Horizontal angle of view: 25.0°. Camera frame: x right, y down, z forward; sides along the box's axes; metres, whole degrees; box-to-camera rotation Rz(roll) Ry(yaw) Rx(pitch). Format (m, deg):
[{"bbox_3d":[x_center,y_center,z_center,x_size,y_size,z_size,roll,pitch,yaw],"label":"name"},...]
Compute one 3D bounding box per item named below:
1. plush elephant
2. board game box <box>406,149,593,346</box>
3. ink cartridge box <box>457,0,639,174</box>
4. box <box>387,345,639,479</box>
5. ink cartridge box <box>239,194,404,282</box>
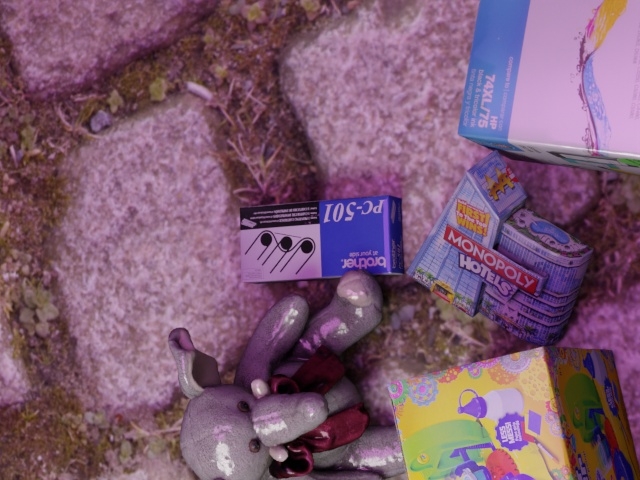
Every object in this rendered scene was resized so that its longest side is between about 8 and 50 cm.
[{"bbox_3d":[-0.051,0.205,1.654,0.330,0.255,0.272,-21,85,19],"label":"plush elephant"},{"bbox_3d":[0.202,0.006,1.628,0.194,0.060,0.194,34,139,24],"label":"board game box"},{"bbox_3d":[0.320,-0.179,1.570,0.270,0.198,0.197,9,89,27],"label":"ink cartridge box"},{"bbox_3d":[0.226,0.273,1.529,0.177,0.279,0.290,-16,79,24],"label":"box"},{"bbox_3d":[0.000,0.000,1.791,0.207,0.046,0.097,-5,84,25],"label":"ink cartridge box"}]
